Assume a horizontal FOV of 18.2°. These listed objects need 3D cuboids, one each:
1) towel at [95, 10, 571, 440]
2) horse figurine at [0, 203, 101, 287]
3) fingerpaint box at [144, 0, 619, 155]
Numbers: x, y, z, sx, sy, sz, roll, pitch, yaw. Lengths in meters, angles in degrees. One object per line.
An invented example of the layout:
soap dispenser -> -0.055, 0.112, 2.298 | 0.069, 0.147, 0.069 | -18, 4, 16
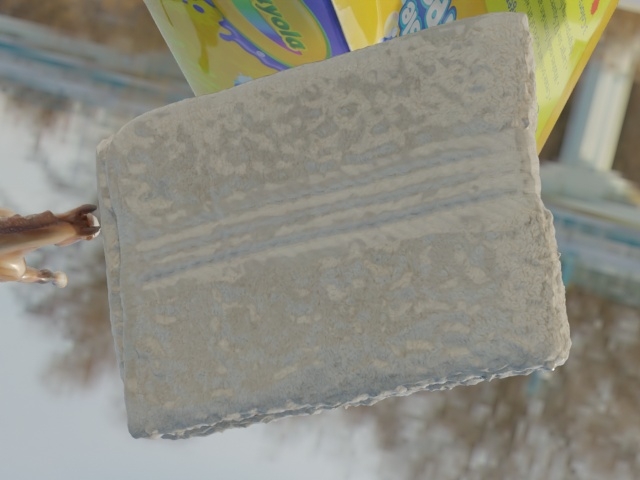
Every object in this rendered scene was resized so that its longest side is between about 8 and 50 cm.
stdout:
towel -> 0.000, 0.000, 1.063 | 0.282, 0.187, 0.049 | -12, 170, 33
horse figurine -> -0.278, -0.009, 1.380 | 0.263, 0.066, 0.174 | 12, 175, 0
fingerpaint box -> 0.062, -0.222, 1.306 | 0.163, 0.371, 0.445 | 20, 160, 24
